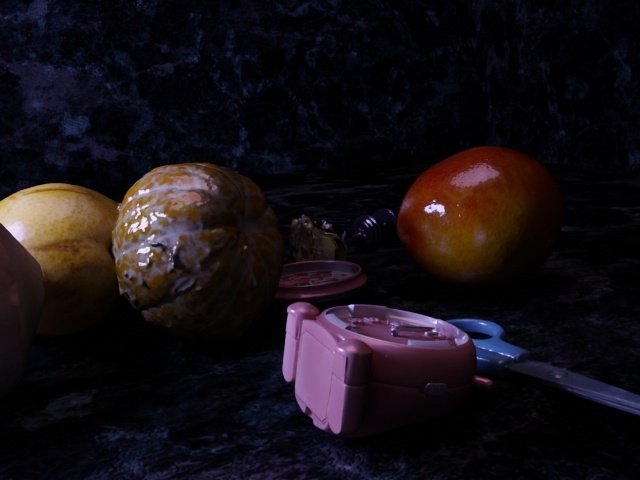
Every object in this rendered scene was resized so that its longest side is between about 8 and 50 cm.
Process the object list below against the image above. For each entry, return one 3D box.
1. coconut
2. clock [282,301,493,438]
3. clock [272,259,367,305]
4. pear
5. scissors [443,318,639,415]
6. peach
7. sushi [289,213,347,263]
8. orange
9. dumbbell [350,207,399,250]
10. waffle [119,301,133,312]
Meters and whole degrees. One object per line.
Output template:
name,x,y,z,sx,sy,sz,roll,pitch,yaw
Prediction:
coconut,-0.561,0.092,1.047,0.352,0.353,0.352,-4,12,1
clock,0.093,0.171,0.955,0.241,0.142,0.227,1,10,-23
clock,-0.024,0.091,1.499,0.244,0.056,0.244,-5,10,1
pear,-0.490,0.039,1.349,0.314,0.315,0.314,-4,12,1
scissors,0.302,0.184,1.029,0.192,0.029,0.447,-13,15,-34
peach,0.321,-0.044,1.486,0.332,0.308,0.308,-10,13,-5
sushi,-0.007,0.000,1.740,0.131,0.139,0.291,2,10,-11
orange,-0.203,0.016,1.280,0.249,0.329,0.329,-22,-1,37
dumbbell,0.148,-0.029,1.899,0.099,0.099,0.208,7,17,40
waffle,-0.432,0.102,1.590,0.261,0.056,0.250,3,14,21
